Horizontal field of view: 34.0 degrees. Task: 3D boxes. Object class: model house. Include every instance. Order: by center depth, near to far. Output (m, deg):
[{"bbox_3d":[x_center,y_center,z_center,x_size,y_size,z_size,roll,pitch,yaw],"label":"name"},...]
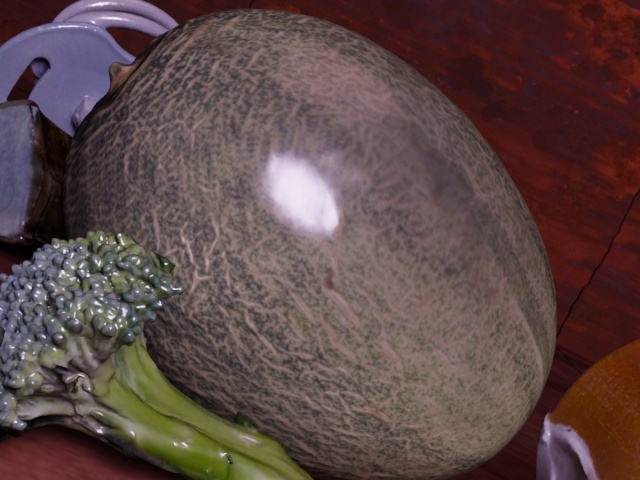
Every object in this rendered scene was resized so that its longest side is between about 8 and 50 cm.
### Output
[{"bbox_3d":[-0.227,-0.028,0.864,0.152,0.106,0.165,38,29,-52],"label":"model house"}]

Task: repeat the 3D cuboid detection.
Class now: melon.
[{"bbox_3d":[-0.002,0.009,0.633,0.329,0.248,0.248,41,2,-13],"label":"melon"}]

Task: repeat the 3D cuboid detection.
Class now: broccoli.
[{"bbox_3d":[-0.077,0.082,0.503,0.204,0.122,0.118,39,15,-22],"label":"broccoli"}]

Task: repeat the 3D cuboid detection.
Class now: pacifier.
[{"bbox_3d":[-0.255,-0.135,1.263,0.299,0.244,0.233,21,37,-37],"label":"pacifier"}]

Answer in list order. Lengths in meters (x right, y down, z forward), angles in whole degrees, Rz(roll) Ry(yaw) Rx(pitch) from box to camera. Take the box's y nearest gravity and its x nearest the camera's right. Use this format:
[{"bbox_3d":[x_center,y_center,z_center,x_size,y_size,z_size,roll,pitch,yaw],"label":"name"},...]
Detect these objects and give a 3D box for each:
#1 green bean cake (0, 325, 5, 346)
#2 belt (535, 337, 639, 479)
[{"bbox_3d":[-0.211,0.007,0.424,0.193,0.107,0.208,25,4,-7],"label":"green bean cake"},{"bbox_3d":[0.287,0.177,0.618,0.339,0.217,0.122,29,10,-21],"label":"belt"}]
